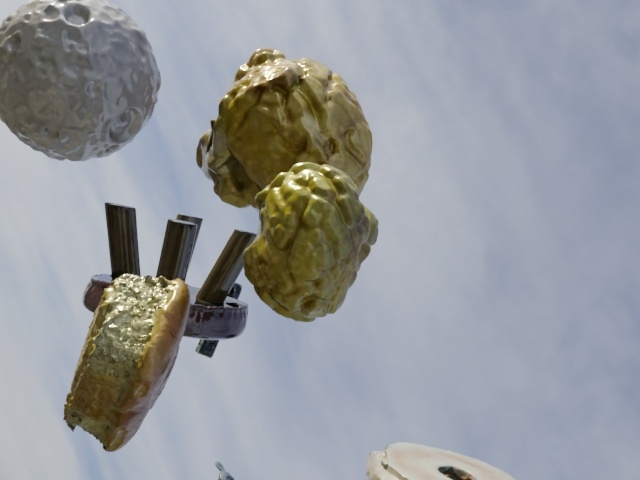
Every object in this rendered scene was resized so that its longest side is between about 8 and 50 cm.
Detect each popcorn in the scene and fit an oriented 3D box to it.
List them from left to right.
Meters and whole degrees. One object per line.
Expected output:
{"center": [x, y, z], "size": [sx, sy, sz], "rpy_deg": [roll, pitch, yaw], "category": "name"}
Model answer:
{"center": [-0.058, -0.208, 1.798], "size": [0.390, 0.354, 0.344], "rpy_deg": [22, -77, 26], "category": "popcorn"}
{"center": [0.000, 0.000, 1.234], "size": [0.200, 0.203, 0.226], "rpy_deg": [-12, -92, 52], "category": "popcorn"}

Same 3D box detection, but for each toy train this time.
{"center": [-0.264, 0.204, 2.249], "size": [0.043, 0.207, 0.047], "rpy_deg": [27, -5, -27], "category": "toy train"}

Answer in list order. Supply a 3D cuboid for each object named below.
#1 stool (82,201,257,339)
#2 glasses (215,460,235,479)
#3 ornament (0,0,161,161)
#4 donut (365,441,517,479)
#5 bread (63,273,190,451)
{"center": [-0.241, 0.050, 1.410], "size": [0.272, 0.272, 0.178], "rpy_deg": [16, -86, 48], "category": "stool"}
{"center": [-0.260, 0.584, 1.723], "size": [0.118, 0.268, 0.234], "rpy_deg": [-120, -171, -46], "category": "glasses"}
{"center": [-0.480, -0.319, 1.713], "size": [0.337, 0.337, 0.337], "rpy_deg": [33, -43, 36], "category": "ornament"}
{"center": [0.270, 0.555, 1.823], "size": [0.383, 0.383, 0.142], "rpy_deg": [18, -84, 46], "category": "donut"}
{"center": [-0.250, 0.153, 1.114], "size": [0.121, 0.174, 0.245], "rpy_deg": [20, -48, -16], "category": "bread"}
